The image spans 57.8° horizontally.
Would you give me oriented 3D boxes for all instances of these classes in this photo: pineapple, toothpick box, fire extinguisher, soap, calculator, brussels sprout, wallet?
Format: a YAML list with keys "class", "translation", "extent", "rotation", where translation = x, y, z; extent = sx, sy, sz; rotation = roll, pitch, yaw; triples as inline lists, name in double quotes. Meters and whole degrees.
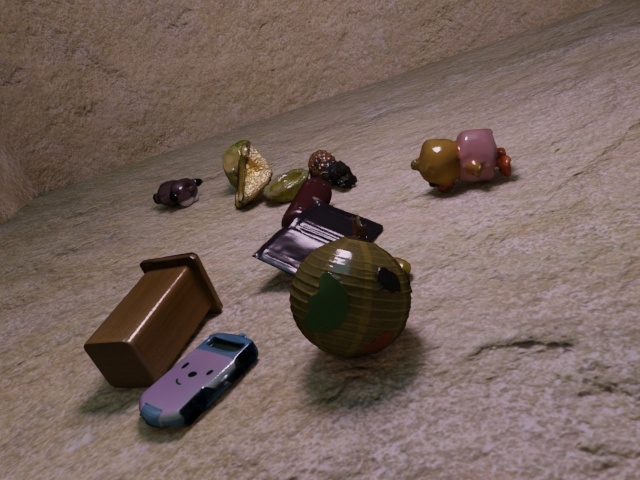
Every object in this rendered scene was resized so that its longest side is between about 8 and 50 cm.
- class: "pineapple"
  translation: [0.044, -0.254, 2.112]
  extent: [0.119, 0.111, 0.237]
  rotation: [10, 17, -36]
- class: "toothpick box"
  translation: [-0.413, 0.200, 1.441]
  extent: [0.187, 0.190, 0.308]
  rotation: [-6, 31, 25]
- class: "fire extinguisher"
  translation: [-0.040, -0.081, 1.827]
  extent: [0.135, 0.114, 0.337]
  rotation: [14, 31, 7]
- class: "soap"
  translation: [0.151, 0.086, 1.389]
  extent: [0.140, 0.045, 0.089]
  rotation: [-28, 28, -19]
- class: "calculator"
  translation: [-0.260, 0.296, 1.263]
  extent: [0.173, 0.051, 0.293]
  rotation: [1, 32, 43]
- class: "brussels sprout"
  translation: [-0.324, -0.324, 2.461]
  extent: [0.161, 0.223, 0.223]
  rotation: [4, 29, 9]
- class: "wallet"
  translation: [0.000, 0.000, 1.615]
  extent: [0.247, 0.041, 0.323]
  rotation: [21, 41, 24]

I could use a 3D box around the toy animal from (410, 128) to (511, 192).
- class: "toy animal"
  translation: [0.411, -0.238, 1.724]
  extent: [0.281, 0.169, 0.195]
  rotation: [-13, 22, 14]

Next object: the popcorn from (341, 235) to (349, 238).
- class: "popcorn"
  translation: [0.069, 0.055, 1.443]
  extent: [0.120, 0.116, 0.106]
  rotation: [-32, 66, -4]

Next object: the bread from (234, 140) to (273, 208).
- class: "bread"
  translation: [-0.254, -0.251, 2.269]
  extent: [0.133, 0.252, 0.174]
  rotation: [5, -16, -16]

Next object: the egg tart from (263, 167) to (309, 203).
- class: "egg tart"
  translation: [-0.125, -0.200, 2.187]
  extent: [0.197, 0.078, 0.197]
  rotation: [-20, 22, 9]

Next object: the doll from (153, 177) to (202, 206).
- class: "doll"
  translation: [-0.636, -0.210, 2.568]
  extent: [0.257, 0.117, 0.182]
  rotation: [-1, 32, 39]

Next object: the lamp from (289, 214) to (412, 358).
- class: "lamp"
  translation: [0.064, 0.089, 1.166]
  extent: [0.250, 0.284, 0.250]
  rotation: [8, 3, 0]

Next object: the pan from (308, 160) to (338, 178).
- class: "pan"
  translation: [-0.015, -0.279, 2.304]
  extent: [0.202, 0.048, 0.128]
  rotation: [-6, 28, 31]
